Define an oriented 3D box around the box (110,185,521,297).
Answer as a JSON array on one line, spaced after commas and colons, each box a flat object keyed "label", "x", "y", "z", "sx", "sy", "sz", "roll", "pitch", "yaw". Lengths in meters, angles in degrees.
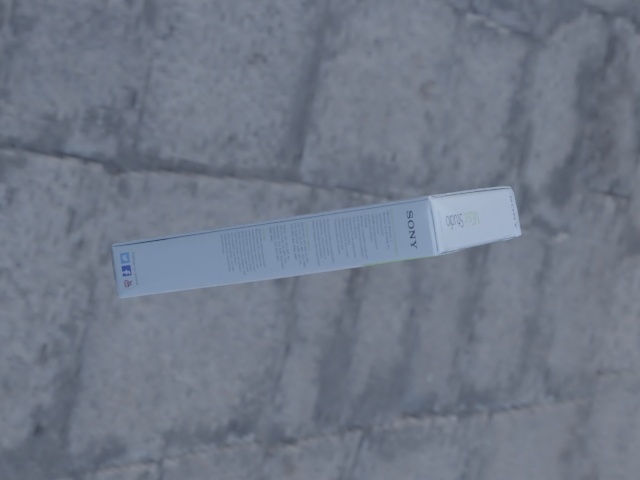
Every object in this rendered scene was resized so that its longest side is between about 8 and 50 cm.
[{"label": "box", "x": 0.000, "y": 0.000, "z": 1.468, "sx": 0.232, "sy": 0.322, "sz": 0.058, "roll": -9, "pitch": 92, "yaw": -65}]
